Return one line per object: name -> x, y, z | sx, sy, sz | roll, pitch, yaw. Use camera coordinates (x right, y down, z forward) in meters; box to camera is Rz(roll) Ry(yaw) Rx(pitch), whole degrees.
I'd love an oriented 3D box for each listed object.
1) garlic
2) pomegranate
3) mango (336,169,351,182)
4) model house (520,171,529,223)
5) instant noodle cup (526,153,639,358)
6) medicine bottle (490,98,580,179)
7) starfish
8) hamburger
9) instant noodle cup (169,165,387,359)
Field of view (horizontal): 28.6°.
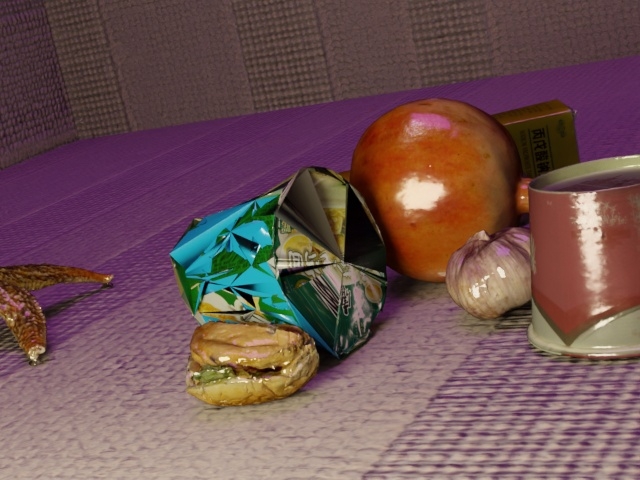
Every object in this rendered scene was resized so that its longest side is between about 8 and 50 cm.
garlic -> 0.219, 0.033, 1.532 | 0.147, 0.102, 0.159 | -22, 3, 35
pomegranate -> 0.178, -0.069, 1.717 | 0.270, 0.252, 0.229 | 0, 3, 24
mango -> 0.023, -0.063, 2.193 | 0.194, 0.092, 0.130 | -26, 19, -18
model house -> 0.201, -0.067, 1.967 | 0.229, 0.122, 0.188 | -16, 8, -33
instant noodle cup -> 0.331, 0.010, 1.388 | 0.234, 0.179, 0.235 | -11, 11, 2
medicine bottle -> 0.315, -0.148, 2.156 | 0.250, 0.137, 0.141 | -11, 12, 4
starfish -> -0.526, 0.095, 1.977 | 0.398, 0.132, 0.384 | -4, 11, 18
hamburger -> -0.094, 0.152, 1.414 | 0.176, 0.087, 0.102 | 4, 31, 32
instant noodle cup -> -0.052, 0.038, 1.570 | 0.178, 0.240, 0.240 | -14, 10, 35
